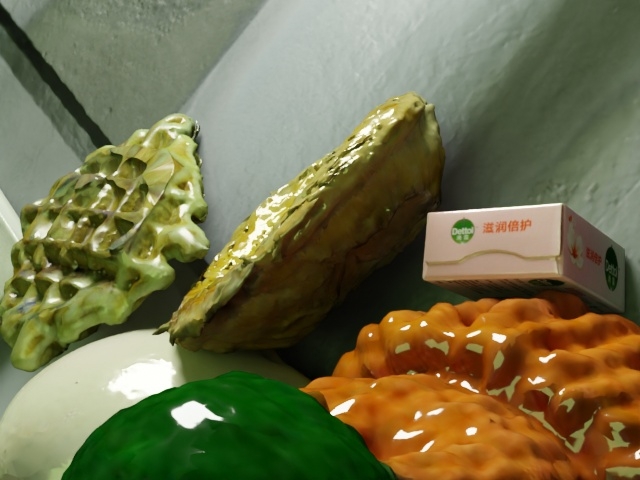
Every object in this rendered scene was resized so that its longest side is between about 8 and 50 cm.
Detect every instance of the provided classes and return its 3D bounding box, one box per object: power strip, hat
[{"bbox_3d":[-0.321,-0.006,1.016,0.081,0.035,0.192,-49,57,13],"label":"power strip"},{"bbox_3d":[0.064,0.170,0.505,0.285,0.400,0.285,0,89,27],"label":"hat"}]

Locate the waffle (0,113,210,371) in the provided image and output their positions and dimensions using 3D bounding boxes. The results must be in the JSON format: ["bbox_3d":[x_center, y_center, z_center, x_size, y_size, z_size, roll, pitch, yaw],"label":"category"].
[{"bbox_3d":[-0.183,-0.007,0.874,0.204,0.054,0.223,-34,37,17],"label":"waffle"}]

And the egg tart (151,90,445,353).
[{"bbox_3d":[0.000,0.000,0.738,0.098,0.232,0.252,46,69,-3],"label":"egg tart"}]

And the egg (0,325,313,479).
[{"bbox_3d":[-0.119,0.190,0.756,0.286,0.174,0.264,32,100,31],"label":"egg"}]

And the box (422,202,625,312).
[{"bbox_3d":[0.129,0.014,0.669,0.089,0.125,0.043,-3,76,31],"label":"box"}]
